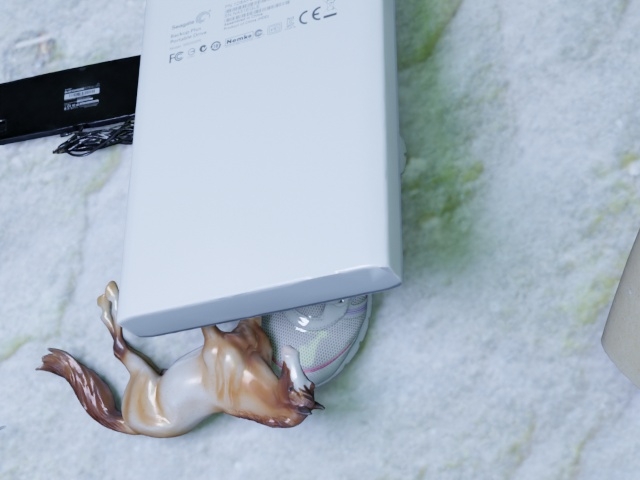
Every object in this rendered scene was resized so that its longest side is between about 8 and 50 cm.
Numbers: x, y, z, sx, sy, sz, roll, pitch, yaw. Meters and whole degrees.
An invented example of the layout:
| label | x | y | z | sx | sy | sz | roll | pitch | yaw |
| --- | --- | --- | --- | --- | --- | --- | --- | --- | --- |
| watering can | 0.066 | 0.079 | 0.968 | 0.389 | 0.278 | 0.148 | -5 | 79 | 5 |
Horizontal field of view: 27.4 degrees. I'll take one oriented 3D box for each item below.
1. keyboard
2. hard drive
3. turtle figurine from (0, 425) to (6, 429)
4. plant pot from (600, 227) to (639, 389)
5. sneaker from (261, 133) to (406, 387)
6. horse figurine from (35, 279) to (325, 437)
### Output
| label | x | y | z | sx | sy | sz | roll | pitch | yaw |
| --- | --- | --- | --- | --- | --- | --- | --- | --- | --- |
| keyboard | -0.215 | -0.115 | 1.211 | 0.192 | 0.038 | 0.100 | -10 | 56 | 9 |
| hard drive | -0.048 | -0.105 | 1.084 | 0.233 | 0.047 | 0.353 | -13 | 58 | 22 |
| turtle figurine | -0.397 | 0.113 | 1.162 | 0.234 | 0.118 | 0.175 | -2 | 81 | 15 |
| plant pot | 0.349 | 0.012 | 0.997 | 0.256 | 0.256 | 0.274 | 39 | 105 | 13 |
| sneaker | 0.000 | 0.000 | 1.108 | 0.103 | 0.111 | 0.252 | 11 | 83 | 11 |
| horse figurine | -0.119 | 0.102 | 1.114 | 0.263 | 0.066 | 0.174 | -24 | 79 | 29 |
